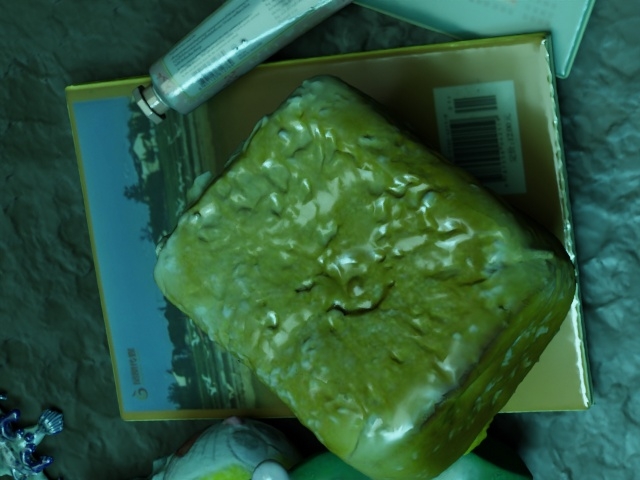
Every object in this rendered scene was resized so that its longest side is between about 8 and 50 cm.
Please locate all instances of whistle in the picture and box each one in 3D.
[{"bbox_3d":[-0.093,0.185,1.236,0.223,0.123,0.123,-5,99,36],"label":"whistle"}]

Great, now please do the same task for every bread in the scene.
[{"bbox_3d":[0.029,0.023,1.073,0.246,0.176,0.195,41,91,22],"label":"bread"}]

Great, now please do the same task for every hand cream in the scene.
[{"bbox_3d":[-0.042,-0.155,1.151,0.209,0.043,0.067,-35,86,14],"label":"hand cream"}]

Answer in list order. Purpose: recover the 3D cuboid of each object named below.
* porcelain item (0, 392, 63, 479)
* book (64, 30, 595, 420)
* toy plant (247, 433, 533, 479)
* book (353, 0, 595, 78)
[{"bbox_3d":[-0.233,0.159,1.323,0.075,0.021,0.136,-37,87,18],"label":"porcelain item"},{"bbox_3d":[0.000,0.000,1.191,0.374,0.028,0.263,-3,102,24],"label":"book"},{"bbox_3d":[0.047,0.238,1.158,0.232,0.112,0.243,1,113,-14],"label":"toy plant"},{"bbox_3d":[0.104,-0.323,1.099,0.264,0.031,0.379,23,108,14],"label":"book"}]
